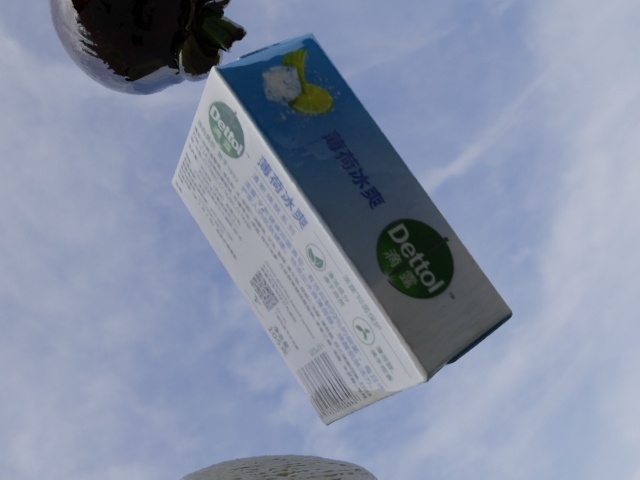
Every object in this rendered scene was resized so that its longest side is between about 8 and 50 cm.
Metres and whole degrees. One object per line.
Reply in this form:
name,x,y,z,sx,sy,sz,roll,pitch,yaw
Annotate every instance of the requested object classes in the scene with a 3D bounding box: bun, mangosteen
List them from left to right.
mangosteen,-0.202,-0.267,0.833,0.216,0.216,0.216,-20,-55,-32
bun,-0.031,0.234,0.550,0.173,0.166,0.113,1,-95,2

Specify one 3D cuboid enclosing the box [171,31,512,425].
box,-0.001,0.000,0.424,0.073,0.194,0.139,-29,-9,-30
